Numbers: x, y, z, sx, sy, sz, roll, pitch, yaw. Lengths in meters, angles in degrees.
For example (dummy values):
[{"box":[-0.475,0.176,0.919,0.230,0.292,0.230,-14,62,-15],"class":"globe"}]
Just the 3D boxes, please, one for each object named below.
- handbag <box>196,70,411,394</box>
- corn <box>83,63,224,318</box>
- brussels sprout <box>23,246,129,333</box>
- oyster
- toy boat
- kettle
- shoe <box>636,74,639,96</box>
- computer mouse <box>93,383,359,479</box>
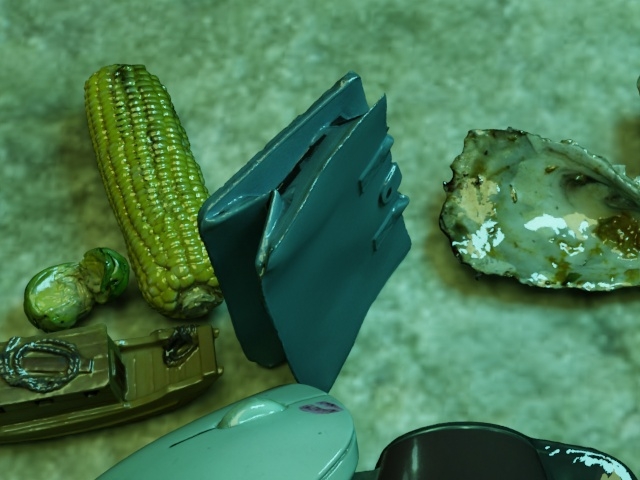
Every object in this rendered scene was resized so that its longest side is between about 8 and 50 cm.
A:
[{"box":[0.000,0.000,1.090,0.057,0.221,0.144,31,73,22],"class":"handbag"},{"box":[-0.115,-0.037,1.208,0.072,0.072,0.203,-21,62,-3],"class":"corn"},{"box":[-0.161,0.033,1.184,0.083,0.051,0.046,-23,102,24],"class":"brussels sprout"},{"box":[0.168,-0.017,1.170,0.177,0.056,0.105,4,76,10],"class":"oyster"},{"box":[-0.162,0.091,1.145,0.200,0.077,0.057,-10,62,2],"class":"toy boat"},{"box":[0.110,0.220,1.014,0.202,0.144,0.232,-1,58,-1],"class":"kettle"},{"box":[0.255,-0.069,1.176,0.072,0.069,0.109,-42,55,15],"class":"shoe"},{"box":[-0.107,0.183,1.046,0.288,0.159,0.097,-47,111,-9],"class":"computer mouse"}]
